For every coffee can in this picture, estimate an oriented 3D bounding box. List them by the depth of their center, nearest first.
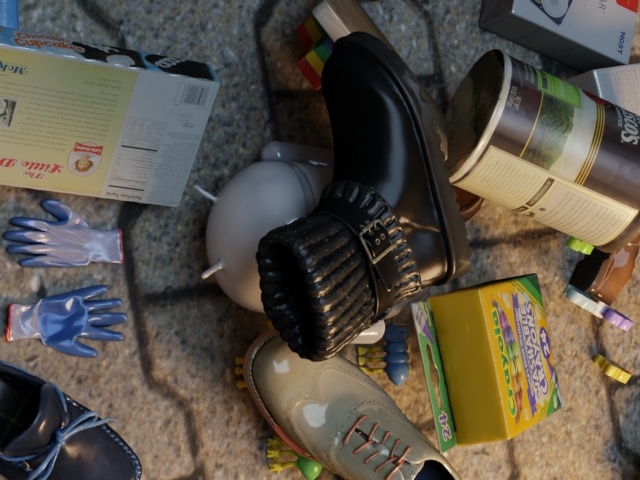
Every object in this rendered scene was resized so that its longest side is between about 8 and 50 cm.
[{"bbox_3d":[0.326,-0.125,1.935,0.275,0.201,0.201,22,73,-14],"label":"coffee can"}]

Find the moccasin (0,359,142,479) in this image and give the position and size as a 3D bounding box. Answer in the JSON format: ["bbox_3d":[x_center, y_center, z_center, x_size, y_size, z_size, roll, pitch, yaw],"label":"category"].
[{"bbox_3d":[-0.357,0.223,1.612,0.342,0.117,0.137,30,70,-22],"label":"moccasin"}]

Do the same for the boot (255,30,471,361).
[{"bbox_3d":[0.022,-0.056,1.623,0.260,0.131,0.348,-24,95,-30],"label":"boot"}]

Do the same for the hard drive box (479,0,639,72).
[{"bbox_3d":[0.376,-0.383,2.123,0.232,0.089,0.181,18,75,-26],"label":"hard drive box"}]

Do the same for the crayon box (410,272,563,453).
[{"bbox_3d":[0.237,0.161,1.876,0.323,0.083,0.203,-8,86,-64],"label":"crayon box"}]

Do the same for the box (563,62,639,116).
[{"bbox_3d":[0.455,-0.217,2.119,0.170,0.130,0.091,-12,88,-31],"label":"box"}]

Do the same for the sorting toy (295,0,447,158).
[{"bbox_3d":[0.060,-0.216,1.855,0.089,0.255,0.257,-36,102,15],"label":"sorting toy"}]

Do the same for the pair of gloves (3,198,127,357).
[{"bbox_3d":[-0.319,0.047,1.714,0.159,0.023,0.198,4,82,-29],"label":"pair of gloves"}]

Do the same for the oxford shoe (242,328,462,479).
[{"bbox_3d":[0.070,0.255,1.752,0.397,0.146,0.140,41,76,-18],"label":"oxford shoe"}]

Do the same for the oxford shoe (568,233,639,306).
[{"bbox_3d":[0.465,0.015,2.130,0.076,0.076,0.212,38,78,-25],"label":"oxford shoe"}]

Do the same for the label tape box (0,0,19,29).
[{"bbox_3d":[-0.538,-0.356,1.599,0.348,0.115,0.249,0,83,-27],"label":"label tape box"}]

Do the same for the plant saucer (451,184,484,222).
[{"bbox_3d":[0.185,-0.104,2.012,0.168,0.029,0.168,5,80,-28],"label":"plant saucer"}]

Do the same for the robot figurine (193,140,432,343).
[{"bbox_3d":[0.000,0.000,1.795,0.354,0.200,0.300,4,54,-29],"label":"robot figurine"}]

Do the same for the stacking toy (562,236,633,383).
[{"bbox_3d":[0.417,0.104,2.054,0.221,0.052,0.167,26,102,-24],"label":"stacking toy"}]

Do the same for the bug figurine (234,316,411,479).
[{"bbox_3d":[0.028,0.208,1.855,0.279,0.072,0.216,-4,85,-30],"label":"bug figurine"}]

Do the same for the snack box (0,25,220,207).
[{"bbox_3d":[-0.301,-0.150,1.672,0.322,0.060,0.187,7,119,-28],"label":"snack box"}]
